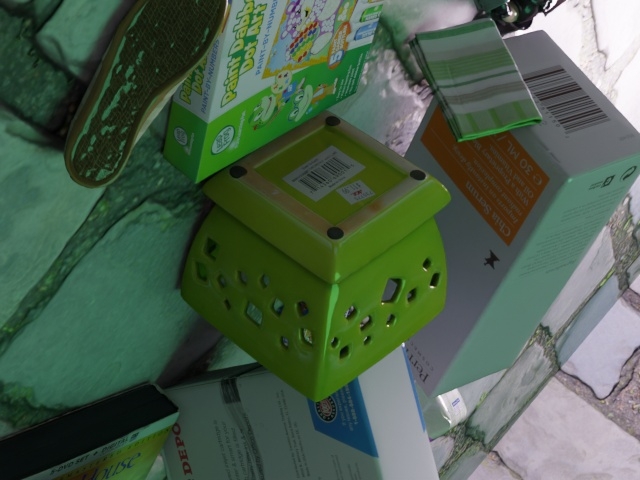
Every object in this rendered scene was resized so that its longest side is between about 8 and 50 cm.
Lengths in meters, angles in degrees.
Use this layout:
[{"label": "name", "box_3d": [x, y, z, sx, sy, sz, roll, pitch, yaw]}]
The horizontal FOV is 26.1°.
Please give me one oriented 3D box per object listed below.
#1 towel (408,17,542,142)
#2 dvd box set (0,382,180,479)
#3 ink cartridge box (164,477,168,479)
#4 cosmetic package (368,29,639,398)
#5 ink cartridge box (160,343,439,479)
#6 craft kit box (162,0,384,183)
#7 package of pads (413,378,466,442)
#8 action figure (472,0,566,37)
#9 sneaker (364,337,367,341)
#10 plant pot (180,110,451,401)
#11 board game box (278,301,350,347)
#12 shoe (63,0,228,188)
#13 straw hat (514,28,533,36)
[{"label": "towel", "box_3d": [0.181, -0.190, 1.606, 0.113, 0.152, 0.023, -16, 153, -14]}, {"label": "dvd box set", "box_3d": [-0.354, 0.374, 1.635, 0.308, 0.062, 0.420, -17, 141, -56]}, {"label": "ink cartridge box", "box_3d": [-0.082, 0.431, 1.972, 0.117, 0.278, 0.201, -43, 157, -20]}, {"label": "cosmetic package", "box_3d": [0.214, -0.025, 1.803, 0.162, 0.230, 0.453, -18, 148, -34]}, {"label": "ink cartridge box", "box_3d": [-0.031, 0.255, 1.668, 0.307, 0.223, 0.129, -14, -178, 34]}, {"label": "craft kit box", "box_3d": [-0.033, -0.204, 1.336, 0.247, 0.061, 0.250, -30, 151, -36]}, {"label": "package of pads", "box_3d": [0.074, 0.303, 2.148, 0.297, 0.101, 0.229, -28, 174, 11]}, {"label": "action figure", "box_3d": [0.273, -0.343, 1.660, 0.185, 0.099, 0.285, -44, 174, -34]}, {"label": "sneaker", "box_3d": [0.038, 0.227, 2.012, 0.275, 0.110, 0.107, -39, 158, -28]}, {"label": "plant pot", "box_3d": [0.000, 0.000, 1.517, 0.228, 0.227, 0.207, -34, 147, -35]}, {"label": "board game box", "box_3d": [-0.019, 0.139, 1.951, 0.136, 0.035, 0.201, -33, 153, -37]}, {"label": "shoe", "box_3d": [-0.156, -0.147, 1.188, 0.219, 0.077, 0.058, -55, -157, 7]}, {"label": "straw hat", "box_3d": [0.264, -0.219, 1.881, 0.061, 0.144, 0.144, -14, 177, 29]}]
